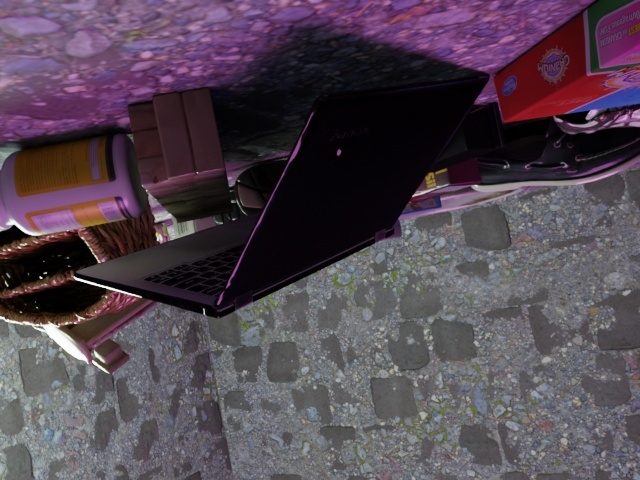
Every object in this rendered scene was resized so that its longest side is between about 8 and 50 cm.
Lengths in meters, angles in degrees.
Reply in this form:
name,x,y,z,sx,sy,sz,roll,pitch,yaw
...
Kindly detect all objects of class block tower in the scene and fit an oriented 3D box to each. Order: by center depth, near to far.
name,x,y,z,sx,sy,sz,roll,pitch,yaw
block tower,-0.166,-0.094,0.822,0.091,0.097,0.335,-10,175,-7

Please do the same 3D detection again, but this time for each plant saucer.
name,x,y,z,sx,sy,sz,roll,pitch,yaw
plant saucer,0.298,-0.131,1.583,0.400,0.101,0.400,-11,176,-1

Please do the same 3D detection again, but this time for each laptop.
name,x,y,z,sx,sy,sz,roll,pitch,yaw
laptop,-0.049,-0.079,0.827,0.408,0.236,0.382,8,-162,35

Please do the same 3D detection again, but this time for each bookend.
name,x,y,z,sx,sy,sz,roll,pitch,yaw
bookend,0.172,-0.156,1.003,0.157,0.072,0.156,-8,174,-35

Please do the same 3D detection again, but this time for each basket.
name,x,y,z,sx,sy,sz,roll,pitch,yaw
basket,-0.441,0.036,1.052,0.299,0.213,0.223,-13,177,24

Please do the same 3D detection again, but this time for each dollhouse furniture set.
name,x,y,z,sx,sy,sz,roll,pitch,yaw
dollhouse furniture set,-0.389,0.141,1.303,0.355,0.174,0.303,22,-135,35

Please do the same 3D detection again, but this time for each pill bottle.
name,x,y,z,sx,sy,sz,roll,pitch,yaw
pill bottle,-0.309,-0.063,0.767,0.184,0.103,0.103,-10,177,-2

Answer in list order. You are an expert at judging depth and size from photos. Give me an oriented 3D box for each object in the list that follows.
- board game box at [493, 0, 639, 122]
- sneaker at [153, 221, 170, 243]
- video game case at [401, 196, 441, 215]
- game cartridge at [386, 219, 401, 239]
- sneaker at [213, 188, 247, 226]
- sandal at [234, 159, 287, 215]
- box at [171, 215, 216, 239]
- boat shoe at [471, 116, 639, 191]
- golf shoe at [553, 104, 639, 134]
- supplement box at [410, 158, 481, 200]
name,x,y,z,sx,sy,sz,roll,pitch,yaw
board game box,0.376,-0.217,0.705,0.242,0.064,0.316,-10,176,-13
sneaker,-0.445,-0.001,1.639,0.084,0.070,0.185,-15,178,-34
video game case,0.155,-0.109,1.313,0.166,0.119,0.015,-11,179,-2
game cartridge,0.000,0.000,1.590,0.355,0.068,0.230,-10,175,-13
sneaker,-0.110,-0.071,1.301,0.267,0.101,0.106,-13,178,40
sandal,0.000,-0.097,1.146,0.302,0.120,0.086,-11,-170,-2
box,-0.193,-0.046,1.490,0.275,0.094,0.113,-9,177,-39
boat shoe,0.413,-0.177,1.161,0.340,0.127,0.113,-5,138,38
golf shoe,0.464,-0.210,1.010,0.198,0.077,0.094,-15,175,37
supplement box,0.193,-0.132,1.190,0.080,0.104,0.188,-8,175,-34
